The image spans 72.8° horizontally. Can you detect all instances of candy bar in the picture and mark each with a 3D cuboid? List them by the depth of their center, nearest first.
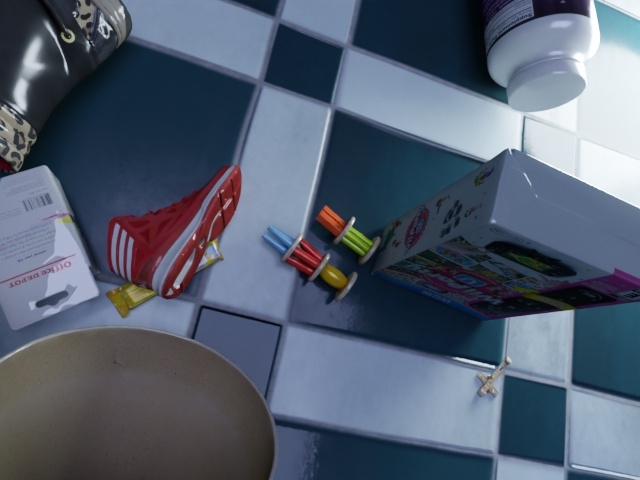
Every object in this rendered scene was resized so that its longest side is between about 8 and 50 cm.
[{"bbox_3d":[-0.208,0.047,0.599,0.162,0.018,0.040,-31,89,-21],"label":"candy bar"}]

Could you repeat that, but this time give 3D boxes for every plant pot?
[{"bbox_3d":[-0.210,0.248,0.442,0.284,0.284,0.190,20,108,-11],"label":"plant pot"}]

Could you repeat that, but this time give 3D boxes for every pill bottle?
[{"bbox_3d":[0.395,-0.411,0.797,0.182,0.181,0.322,3,76,-15],"label":"pill bottle"}]

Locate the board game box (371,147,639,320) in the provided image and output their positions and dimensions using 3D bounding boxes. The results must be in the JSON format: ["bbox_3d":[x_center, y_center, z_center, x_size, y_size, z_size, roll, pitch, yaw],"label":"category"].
[{"bbox_3d":[0.234,0.018,0.581,0.224,0.303,0.097,22,72,-9],"label":"board game box"}]

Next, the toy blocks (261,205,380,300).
[{"bbox_3d":[0.000,0.000,0.651,0.148,0.054,0.123,36,71,-5],"label":"toy blocks"}]

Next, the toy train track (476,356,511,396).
[{"bbox_3d":[0.284,0.220,0.701,0.083,0.014,0.048,-40,90,-21],"label":"toy train track"}]

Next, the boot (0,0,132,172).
[{"bbox_3d":[-0.446,-0.279,0.488,0.377,0.138,0.284,36,64,-39],"label":"boot"}]

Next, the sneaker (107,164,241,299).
[{"bbox_3d":[-0.202,-0.037,0.587,0.128,0.087,0.221,19,52,7],"label":"sneaker"}]

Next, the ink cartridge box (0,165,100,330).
[{"bbox_3d":[-0.354,0.011,0.542,0.105,0.061,0.181,-24,84,-20],"label":"ink cartridge box"}]
